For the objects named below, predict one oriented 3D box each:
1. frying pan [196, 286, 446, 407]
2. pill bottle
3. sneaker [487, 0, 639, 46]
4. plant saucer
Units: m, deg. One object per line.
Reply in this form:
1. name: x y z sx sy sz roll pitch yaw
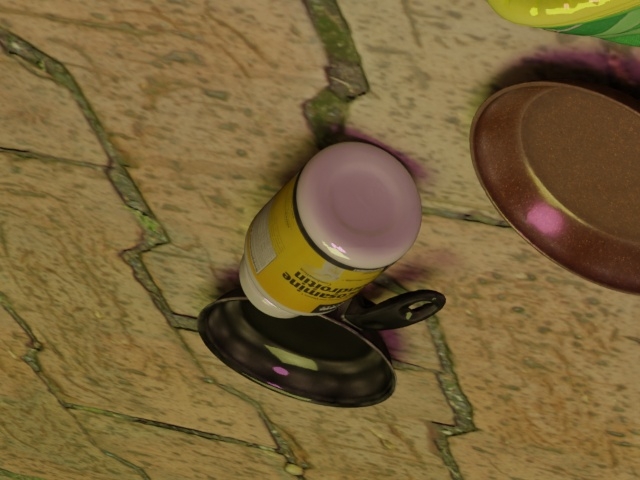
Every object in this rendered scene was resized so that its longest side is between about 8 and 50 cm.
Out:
1. frying pan: -0.008 0.069 1.560 0.197 0.053 0.326 20 151 0
2. pill bottle: 0.000 0.000 1.369 0.103 0.103 0.184 26 152 -11
3. sneaker: 0.238 -0.161 0.943 0.295 0.110 0.123 3 180 20
4. plant saucer: 0.197 -0.043 1.191 0.198 0.036 0.199 29 150 19
